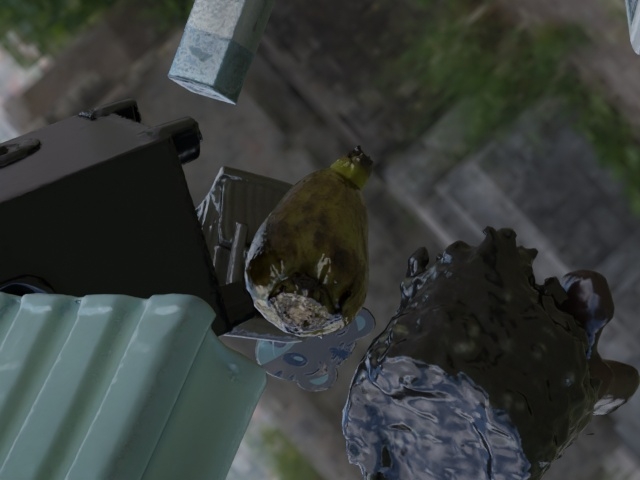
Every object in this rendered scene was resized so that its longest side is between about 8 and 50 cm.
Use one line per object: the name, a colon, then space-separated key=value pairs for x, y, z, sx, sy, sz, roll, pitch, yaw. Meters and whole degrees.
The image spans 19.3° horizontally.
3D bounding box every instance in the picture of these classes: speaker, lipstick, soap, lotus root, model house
speaker: x=-0.218 y=0.010 z=1.536 sx=0.232 sy=0.254 sz=0.184 roll=25 pitch=135 yaw=65
lipstick: x=-0.081 y=-0.318 z=2.153 sx=0.068 sy=0.317 sz=0.066 roll=18 pitch=175 yaw=27
soap: x=-0.149 y=0.153 z=0.909 sx=0.160 sy=0.265 sz=0.087 roll=0 pitch=142 yaw=35
lotus root: x=0.000 y=0.000 z=1.622 sx=0.108 sy=0.190 sz=0.094 roll=32 pitch=137 yaw=-13
model house: x=-0.118 y=0.012 z=2.047 sx=0.229 sy=0.188 sz=0.122 roll=8 pitch=173 yaw=-11

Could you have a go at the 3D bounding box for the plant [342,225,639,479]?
plant: x=0.132 y=0.099 z=1.454 sx=0.204 sy=0.234 sz=0.178 roll=37 pitch=138 yaw=8

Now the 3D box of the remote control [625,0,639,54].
remote control: x=0.240 y=-0.278 z=1.373 sx=0.103 sy=0.055 sz=0.277 roll=91 pitch=178 yaw=-63

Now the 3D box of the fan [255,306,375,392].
fan: x=-0.051 y=0.119 z=2.448 sx=0.227 sy=0.152 sz=0.008 roll=20 pitch=-150 yaw=-24
